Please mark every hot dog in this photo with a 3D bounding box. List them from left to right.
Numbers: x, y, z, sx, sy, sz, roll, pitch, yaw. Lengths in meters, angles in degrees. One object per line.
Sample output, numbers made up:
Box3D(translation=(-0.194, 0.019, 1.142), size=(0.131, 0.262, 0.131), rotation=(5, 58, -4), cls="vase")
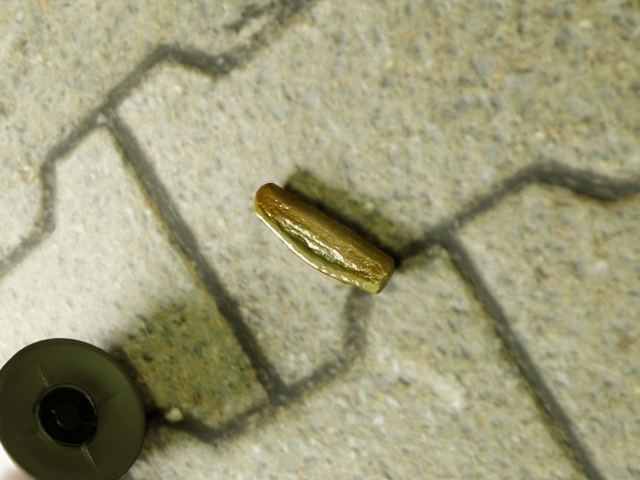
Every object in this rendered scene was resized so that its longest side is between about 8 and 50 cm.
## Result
Box3D(translation=(0.001, 0.000, 1.214), size=(0.137, 0.028, 0.044), rotation=(30, 99, 25), cls="hot dog")

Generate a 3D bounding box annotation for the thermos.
Box3D(translation=(-0.272, 0.217, 1.476), size=(0.176, 0.146, 0.265), rotation=(36, 141, -8), cls="thermos")
